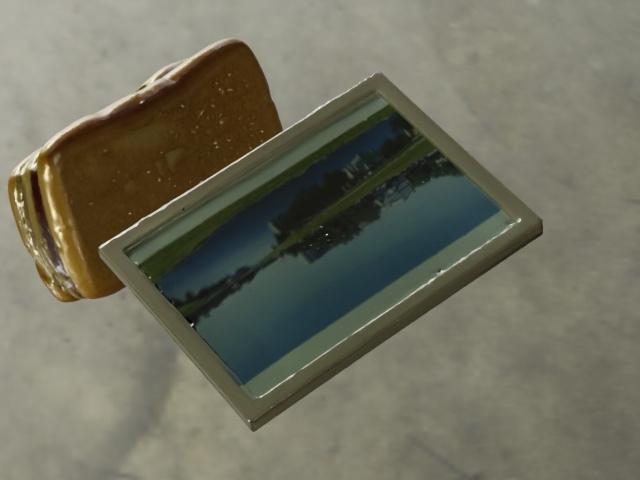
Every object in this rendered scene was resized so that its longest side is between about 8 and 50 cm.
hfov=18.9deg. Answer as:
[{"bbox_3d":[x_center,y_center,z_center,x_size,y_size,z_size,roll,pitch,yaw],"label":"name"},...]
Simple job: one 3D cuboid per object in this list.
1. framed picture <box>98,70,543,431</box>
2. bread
[{"bbox_3d":[0.000,0.000,0.783,0.149,0.011,0.109,-34,58,-19],"label":"framed picture"},{"bbox_3d":[-0.113,-0.048,1.279,0.077,0.200,0.116,0,117,51],"label":"bread"}]
